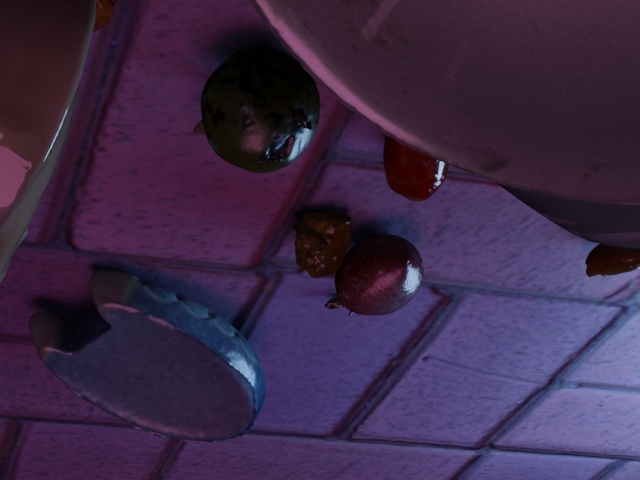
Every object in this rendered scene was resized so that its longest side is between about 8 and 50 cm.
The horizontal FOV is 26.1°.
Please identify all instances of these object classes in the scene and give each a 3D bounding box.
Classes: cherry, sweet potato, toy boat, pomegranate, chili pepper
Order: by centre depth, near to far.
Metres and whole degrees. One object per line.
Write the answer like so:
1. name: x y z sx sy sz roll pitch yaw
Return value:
1. pomegranate: -0.069 -0.126 1.331 0.122 0.122 0.161 23 167 -37
2. chili pepper: 0.104 -0.092 1.440 0.073 0.070 0.123 -17 149 -10
3. sweet potato: 0.391 -0.003 1.634 0.056 0.056 0.195 23 136 -36
4. cherry: 0.052 0.058 1.667 0.107 0.090 0.225 -24 169 -32
5. toy boat: -0.207 0.139 1.784 0.330 0.123 0.215 34 126 -30

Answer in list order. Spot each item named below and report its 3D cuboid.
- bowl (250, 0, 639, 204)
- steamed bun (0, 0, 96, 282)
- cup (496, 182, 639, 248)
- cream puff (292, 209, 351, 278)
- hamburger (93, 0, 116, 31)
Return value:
1. bowl: 0.163 -0.235 0.891 0.434 0.196 0.435 18 149 11
2. steamed bun: -0.389 -0.130 1.103 0.371 0.290 0.456 27 142 -18
3. cup: 0.273 -0.115 1.156 0.259 0.356 0.274 -52 138 6
4. cream puff: 0.000 0.000 1.599 0.058 0.083 0.083 32 -179 31
5. hamburger: -0.227 -0.211 1.228 0.083 0.044 0.076 -27 142 30
